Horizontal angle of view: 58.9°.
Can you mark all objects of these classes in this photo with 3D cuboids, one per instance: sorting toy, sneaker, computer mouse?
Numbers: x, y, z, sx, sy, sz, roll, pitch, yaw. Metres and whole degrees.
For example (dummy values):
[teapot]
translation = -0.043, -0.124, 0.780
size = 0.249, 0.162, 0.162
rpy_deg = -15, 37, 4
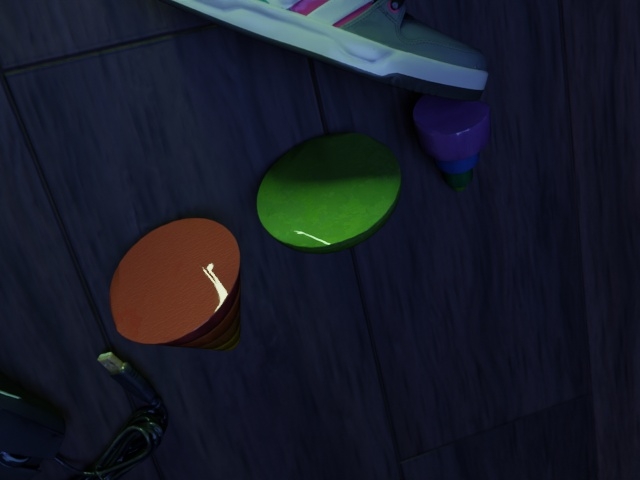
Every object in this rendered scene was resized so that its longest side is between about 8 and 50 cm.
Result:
[sorting toy]
translation = 0.000, 0.000, 0.520
size = 0.365, 0.127, 0.126
rpy_deg = -31, 140, -5
[sneaker]
translation = 0.016, -0.228, 0.426
size = 0.295, 0.124, 0.178
rpy_deg = 17, 109, -11
[computer mouse]
translation = -0.267, 0.155, 0.507
size = 0.184, 0.060, 0.262
rpy_deg = -40, 111, 1
